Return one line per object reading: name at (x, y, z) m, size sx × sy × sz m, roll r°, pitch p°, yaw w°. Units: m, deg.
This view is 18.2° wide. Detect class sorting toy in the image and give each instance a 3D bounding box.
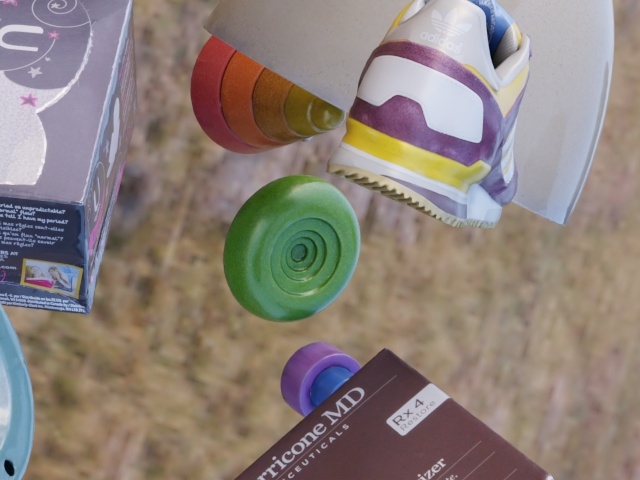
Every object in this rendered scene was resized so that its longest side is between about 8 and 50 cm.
sorting toy at (0.000, 0.000, 1.603) m, size 0.127 × 0.126 × 0.366 m, roll -22°, pitch 117°, yaw -25°

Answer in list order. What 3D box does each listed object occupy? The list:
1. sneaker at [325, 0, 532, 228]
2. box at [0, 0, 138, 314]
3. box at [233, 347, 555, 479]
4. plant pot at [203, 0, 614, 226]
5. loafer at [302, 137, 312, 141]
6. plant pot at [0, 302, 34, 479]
sneaker at (0.054, -0.054, 0.779) m, size 0.185 × 0.069 × 0.084 m, roll -33°, pitch 147°, yaw -82°
box at (-0.248, -0.083, 1.640) m, size 0.142 × 0.163 × 0.247 m, roll 95°, pitch 2°, yaw -47°
box at (0.070, 0.216, 1.345) m, size 0.168 × 0.203 × 0.167 m, roll -41°, pitch 128°, yaw -10°
plant pot at (0.089, -0.160, 1.361) m, size 0.191 × 0.284 × 0.284 m, roll -61°, pitch 166°, yaw 5°
loafer at (-0.023, -0.141, 1.665) m, size 0.039 × 0.045 × 0.125 m, roll -36°, pitch 129°, yaw -19°
plant pot at (-0.332, 0.115, 1.251) m, size 0.271 × 0.255 × 0.272 m, roll 43°, pitch 36°, yaw -42°
